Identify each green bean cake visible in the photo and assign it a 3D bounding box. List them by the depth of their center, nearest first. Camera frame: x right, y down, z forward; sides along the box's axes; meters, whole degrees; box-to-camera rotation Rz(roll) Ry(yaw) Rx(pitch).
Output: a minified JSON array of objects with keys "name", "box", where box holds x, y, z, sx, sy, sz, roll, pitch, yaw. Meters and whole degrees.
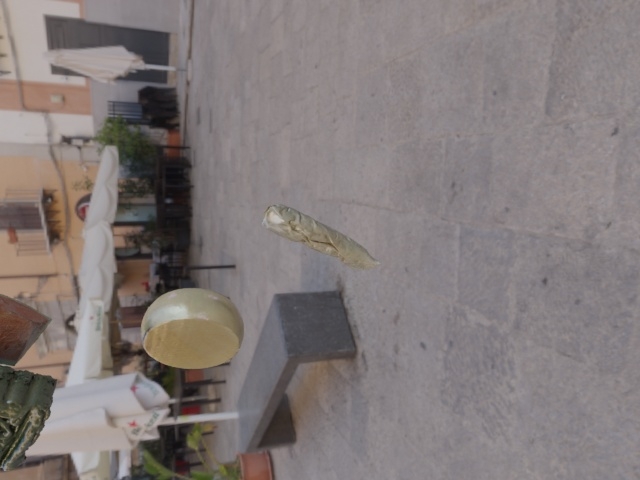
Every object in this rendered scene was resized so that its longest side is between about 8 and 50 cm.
[{"name":"green bean cake","box":[-0.775,0.411,1.152,0.241,0.254,0.132,-55,29,16]}]

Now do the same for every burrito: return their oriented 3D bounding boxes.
[{"name":"burrito","box":[0.000,0.000,1.372,0.117,0.392,0.076,-15,57,50]}]

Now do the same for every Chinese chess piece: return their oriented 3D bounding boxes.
[{"name":"Chinese chess piece","box":[-0.317,0.224,1.240,0.097,0.250,0.251,-97,19,-44]}]

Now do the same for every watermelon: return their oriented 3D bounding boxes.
[{"name":"watermelon","box":[-0.815,0.223,1.246,0.128,0.231,0.146,24,77,48]}]
